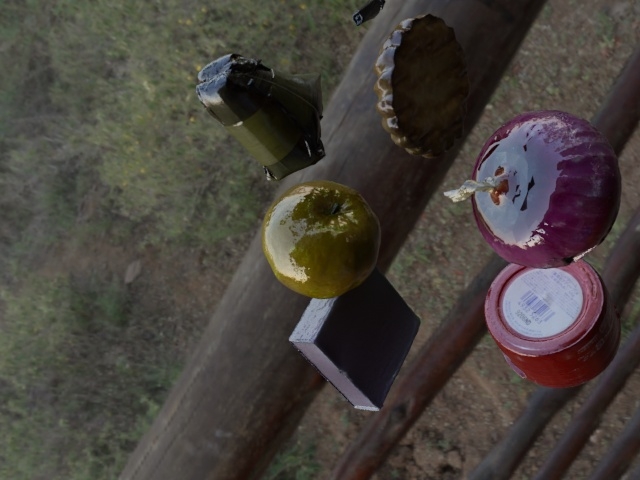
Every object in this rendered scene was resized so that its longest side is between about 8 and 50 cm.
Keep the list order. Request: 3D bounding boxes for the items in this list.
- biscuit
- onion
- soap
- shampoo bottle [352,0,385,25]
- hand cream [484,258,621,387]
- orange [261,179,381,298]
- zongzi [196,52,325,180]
[{"bbox_3d":[0.229,-0.351,1.749,0.107,0.326,0.325,6,81,41],"label":"biscuit"},{"bbox_3d":[0.245,-0.057,0.841,0.177,0.153,0.177,-12,69,34],"label":"onion"},{"bbox_3d":[0.099,0.224,1.888,0.107,0.296,0.285,-2,45,47],"label":"soap"},{"bbox_3d":[0.110,-0.513,1.690,0.027,0.137,0.048,19,128,18],"label":"shampoo bottle"},{"bbox_3d":[0.361,0.122,1.185,0.193,0.125,0.193,-18,48,21],"label":"hand cream"},{"bbox_3d":[0.000,0.000,1.725,0.235,0.279,0.279,111,145,-49],"label":"orange"},{"bbox_3d":[-0.107,-0.325,1.566,0.154,0.289,0.317,-16,47,29],"label":"zongzi"}]
